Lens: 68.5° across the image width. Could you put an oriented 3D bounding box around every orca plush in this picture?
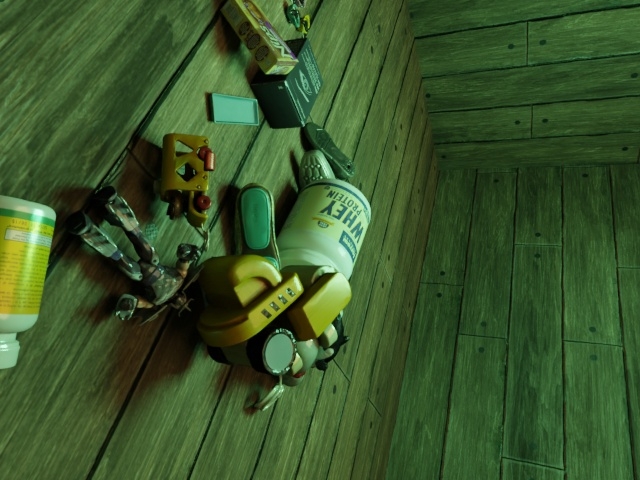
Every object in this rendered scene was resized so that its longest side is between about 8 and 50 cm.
[{"bbox_3d":[0.033,0.264,1.336,0.102,0.151,0.287,-4,126,-28],"label":"orca plush"}]

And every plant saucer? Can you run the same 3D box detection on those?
[{"bbox_3d":[-0.210,-0.319,1.156,0.192,0.018,0.067,-26,115,-64],"label":"plant saucer"}]

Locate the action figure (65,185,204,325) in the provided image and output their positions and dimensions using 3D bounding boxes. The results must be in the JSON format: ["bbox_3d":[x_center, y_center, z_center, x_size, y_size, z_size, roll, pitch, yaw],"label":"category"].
[{"bbox_3d":[-0.315,0.045,0.835,0.185,0.099,0.285,-53,133,-26],"label":"action figure"}]

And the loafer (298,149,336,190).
[{"bbox_3d":[0.004,-0.171,1.542,0.319,0.112,0.111,77,22,-46],"label":"loafer"}]

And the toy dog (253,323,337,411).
[{"bbox_3d":[-0.091,0.292,1.274,0.220,0.161,0.333,-22,154,-47],"label":"toy dog"}]

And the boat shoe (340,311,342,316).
[{"bbox_3d":[-0.007,0.235,1.527,0.302,0.113,0.103,-10,106,-64],"label":"boat shoe"}]

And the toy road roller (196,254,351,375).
[{"bbox_3d":[-0.115,0.111,1.007,0.329,0.203,0.240,-39,115,-40],"label":"toy road roller"}]

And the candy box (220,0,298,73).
[{"bbox_3d":[-0.146,-0.492,1.137,0.186,0.053,0.109,54,30,0],"label":"candy box"}]

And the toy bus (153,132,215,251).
[{"bbox_3d":[-0.267,-0.105,0.911,0.202,0.104,0.190,-117,-145,-57],"label":"toy bus"}]

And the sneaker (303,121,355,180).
[{"bbox_3d":[0.001,-0.281,1.564,0.227,0.130,0.087,45,50,-22],"label":"sneaker"}]

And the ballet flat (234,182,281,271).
[{"bbox_3d":[-0.162,0.028,1.191,0.123,0.123,0.348,-17,109,-64],"label":"ballet flat"}]

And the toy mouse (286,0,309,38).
[{"bbox_3d":[-0.073,-0.695,1.415,0.143,0.031,0.161,38,57,-61],"label":"toy mouse"}]

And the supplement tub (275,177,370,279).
[{"bbox_3d":[0.000,0.000,1.377,0.235,0.236,0.324,69,33,-41],"label":"supplement tub"}]

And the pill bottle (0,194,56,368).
[{"bbox_3d":[-0.418,0.052,0.598,0.117,0.118,0.208,24,71,-64],"label":"pill bottle"}]

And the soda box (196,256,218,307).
[{"bbox_3d":[-0.222,0.150,1.099,0.074,0.069,0.216,-41,128,-59],"label":"soda box"}]

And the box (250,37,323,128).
[{"bbox_3d":[-0.086,-0.437,1.310,0.153,0.108,0.207,65,36,-46],"label":"box"}]
